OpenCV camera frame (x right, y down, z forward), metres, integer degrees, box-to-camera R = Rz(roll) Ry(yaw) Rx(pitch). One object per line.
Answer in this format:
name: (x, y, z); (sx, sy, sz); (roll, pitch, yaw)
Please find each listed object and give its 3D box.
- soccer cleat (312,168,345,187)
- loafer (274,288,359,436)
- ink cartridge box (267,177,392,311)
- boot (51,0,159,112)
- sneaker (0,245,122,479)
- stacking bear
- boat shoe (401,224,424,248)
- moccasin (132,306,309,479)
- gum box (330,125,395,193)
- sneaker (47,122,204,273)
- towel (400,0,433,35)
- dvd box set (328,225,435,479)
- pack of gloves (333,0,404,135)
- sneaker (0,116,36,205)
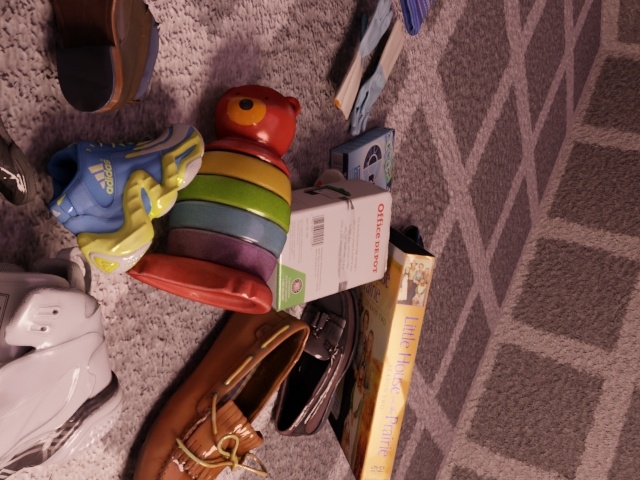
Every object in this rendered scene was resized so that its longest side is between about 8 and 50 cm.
soccer cleat: (0.013, -0.035, 1.196); (0.076, 0.068, 0.196); (-54, 150, -68)
loafer: (-0.009, 0.222, 1.239); (0.095, 0.109, 0.303); (5, 101, -56)
ink cartridge box: (0.000, 0.000, 1.077); (0.219, 0.092, 0.160); (-14, 118, -35)
boot: (-0.215, -0.239, 0.685); (0.106, 0.082, 0.219); (-43, 140, -79)
sneaker: (-0.326, 0.140, 0.595); (0.366, 0.137, 0.210); (-33, 131, -58)
stacking bear: (-0.107, -0.065, 0.865); (0.164, 0.175, 0.289); (60, 42, -71)
boat shoe: (0.162, 0.039, 1.480); (0.258, 0.109, 0.089); (-54, 143, -63)
moccasin: (-0.137, 0.265, 0.979); (0.380, 0.147, 0.139); (-55, 146, -32)
gum box: (0.081, -0.120, 1.288); (0.184, 0.041, 0.157); (-34, 133, -49)
sneaker: (-0.210, -0.082, 0.730); (0.126, 0.091, 0.240); (44, 34, -26)
towel: (0.225, -0.596, 1.309); (0.336, 0.040, 0.243); (-61, 150, -24)
dvd box set: (0.096, 0.190, 1.260); (0.307, 0.062, 0.421); (-131, -131, -71)
pack of gloves: (0.077, -0.313, 1.204); (0.232, 0.046, 0.195); (-66, 162, -9)
sneaker: (-0.317, -0.090, 0.579); (0.089, 0.051, 0.170); (-45, 136, -42)
